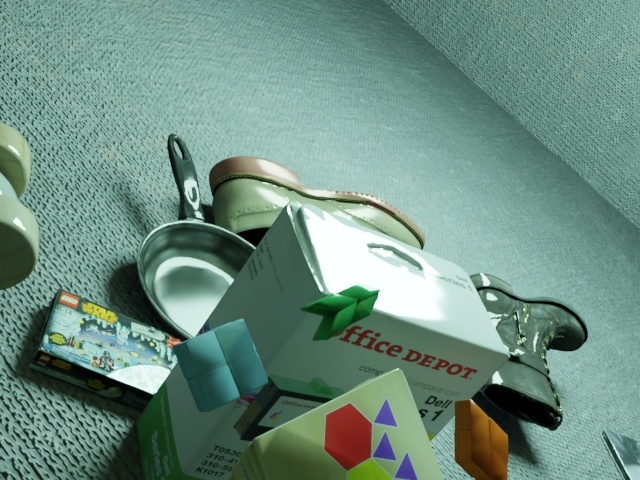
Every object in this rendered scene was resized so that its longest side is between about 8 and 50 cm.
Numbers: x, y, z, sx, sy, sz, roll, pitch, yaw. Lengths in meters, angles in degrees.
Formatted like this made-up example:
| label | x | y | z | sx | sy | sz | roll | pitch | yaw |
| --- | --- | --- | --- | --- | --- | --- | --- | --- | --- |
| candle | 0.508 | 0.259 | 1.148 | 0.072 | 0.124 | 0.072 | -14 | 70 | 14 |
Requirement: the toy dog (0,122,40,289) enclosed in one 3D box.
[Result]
| label | x | y | z | sx | sy | sz | roll | pitch | yaw |
| --- | --- | --- | --- | --- | --- | --- | --- | --- | --- |
| toy dog | -0.394 | -0.018 | 0.697 | 0.334 | 0.161 | 0.220 | 18 | 32 | -4 |

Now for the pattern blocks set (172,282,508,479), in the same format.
| label | x | y | z | sx | sy | sz | roll | pitch | yaw |
| --- | --- | --- | --- | --- | --- | --- | --- | --- | --- |
| pattern blocks set | 0.031 | 0.192 | 0.551 | 0.286 | 0.026 | 0.324 | -7 | 79 | -39 |

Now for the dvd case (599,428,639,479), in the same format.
| label | x | y | z | sx | sy | sz | roll | pitch | yaw |
| --- | --- | --- | --- | --- | --- | --- | --- | --- | --- |
| dvd case | 0.522 | 0.391 | 1.258 | 0.165 | 0.018 | 0.221 | 24 | 29 | -25 |

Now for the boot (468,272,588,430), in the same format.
| label | x | y | z | sx | sy | sz | roll | pitch | yaw |
| --- | --- | --- | --- | --- | --- | --- | --- | --- | --- |
| boot | 0.305 | 0.177 | 1.213 | 0.263 | 0.091 | 0.229 | 21 | 37 | -23 |

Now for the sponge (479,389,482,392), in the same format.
| label | x | y | z | sx | sy | sz | roll | pitch | yaw |
| --- | --- | --- | --- | --- | --- | --- | --- | --- | --- |
| sponge | 0.223 | 0.170 | 1.232 | 0.210 | 0.031 | 0.117 | 30 | 28 | -17 |

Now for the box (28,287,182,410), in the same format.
| label | x | y | z | sx | sy | sz | roll | pitch | yaw |
| --- | --- | --- | --- | --- | --- | --- | --- | --- | --- |
| box | -0.203 | 0.108 | 0.812 | 0.137 | 0.027 | 0.094 | 26 | 27 | -21 |

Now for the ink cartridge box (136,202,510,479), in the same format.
| label | x | y | z | sx | sy | sz | roll | pitch | yaw |
| --- | --- | --- | --- | --- | --- | --- | --- | --- | --- |
| ink cartridge box | -0.006 | 0.129 | 0.737 | 0.201 | 0.278 | 0.117 | 21 | 29 | -30 |

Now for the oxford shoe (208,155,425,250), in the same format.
| label | x | y | z | sx | sy | sz | roll | pitch | yaw |
| --- | --- | --- | --- | --- | --- | --- | --- | --- | --- |
| oxford shoe | 0.000 | 0.000 | 1.169 | 0.348 | 0.123 | 0.130 | 16 | 55 | -27 |

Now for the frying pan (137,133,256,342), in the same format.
| label | x | y | z | sx | sy | sz | roll | pitch | yaw |
| --- | --- | --- | --- | --- | --- | --- | --- | --- | --- |
| frying pan | -0.159 | 0.010 | 0.974 | 0.326 | 0.053 | 0.197 | 50 | 35 | 19 |
